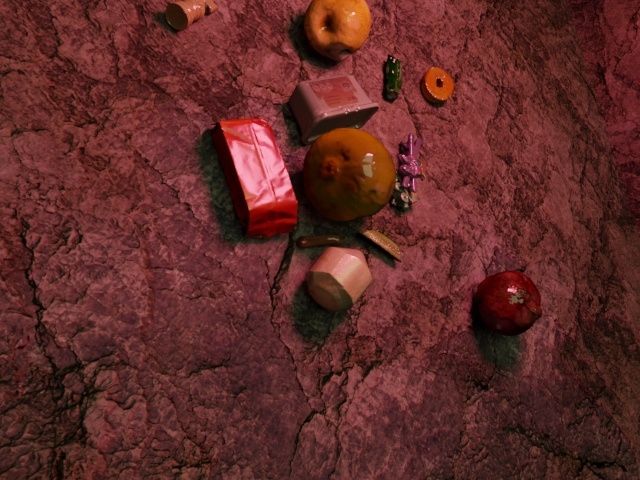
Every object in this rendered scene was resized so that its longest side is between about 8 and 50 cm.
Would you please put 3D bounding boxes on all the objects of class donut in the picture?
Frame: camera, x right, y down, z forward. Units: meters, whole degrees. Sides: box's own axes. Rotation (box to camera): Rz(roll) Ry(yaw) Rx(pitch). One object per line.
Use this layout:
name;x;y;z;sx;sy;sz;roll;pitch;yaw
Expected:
donut;0.531;-0.707;2.167;0.162;0.065;0.178;40;61;-9

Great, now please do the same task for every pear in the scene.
pear;0.070;-0.843;1.831;0.271;0.271;0.271;9;72;-28

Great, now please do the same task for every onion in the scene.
onion;0.771;0.257;1.925;0.276;0.276;0.276;9;72;-28

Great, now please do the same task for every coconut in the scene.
coconut;0.068;0.117;1.587;0.202;0.202;0.222;48;60;-10

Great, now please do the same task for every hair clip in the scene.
hair clip;0.362;-0.326;1.901;0.137;0.090;0.278;23;49;-27

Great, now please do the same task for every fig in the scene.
fig;0.113;-0.226;1.649;0.343;0.343;0.343;9;72;-28

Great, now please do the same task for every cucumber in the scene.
cucumber;0.227;0.005;1.803;0.220;0.046;0.070;33;60;-20

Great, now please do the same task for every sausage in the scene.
sausage;0.000;0.001;1.668;0.177;0.047;0.040;-4;94;-30

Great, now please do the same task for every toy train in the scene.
toy train;0.318;-0.213;1.904;0.118;0.074;0.176;-24;84;-43

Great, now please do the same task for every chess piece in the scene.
chess piece;-0.438;-0.804;1.626;0.090;0.090;0.200;44;48;-13

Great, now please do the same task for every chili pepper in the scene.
chili pepper;0.317;-0.710;2.044;0.098;0.061;0.224;24;62;-38

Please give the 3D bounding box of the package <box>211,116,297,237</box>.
package;-0.215;-0.221;1.562;0.196;0.123;0.423;-14;82;-30

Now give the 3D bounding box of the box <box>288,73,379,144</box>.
box;0.037;-0.505;1.770;0.312;0.175;0.182;-23;80;-33
